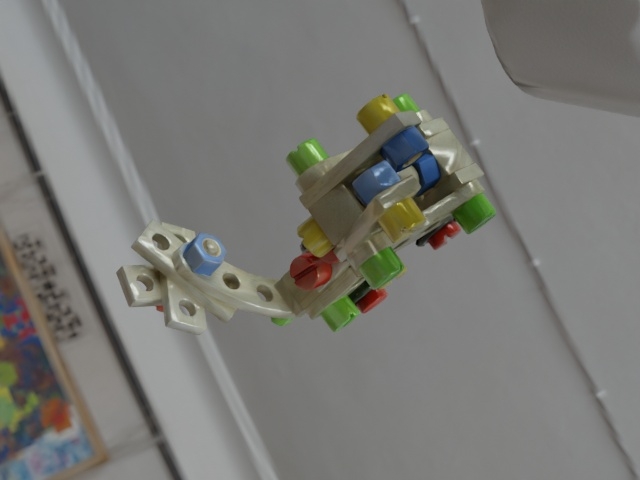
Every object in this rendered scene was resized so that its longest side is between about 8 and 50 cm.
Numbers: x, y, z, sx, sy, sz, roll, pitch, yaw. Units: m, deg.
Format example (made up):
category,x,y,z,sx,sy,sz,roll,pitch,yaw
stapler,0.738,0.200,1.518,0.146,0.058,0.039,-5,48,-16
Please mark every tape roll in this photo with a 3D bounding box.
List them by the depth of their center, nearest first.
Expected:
category,x,y,z,sx,sy,sz,roll,pitch,yaw
tape roll,0.199,-0.212,0.811,0.100,0.286,0.286,14,-61,31

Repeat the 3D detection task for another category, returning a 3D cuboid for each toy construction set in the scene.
category,x,y,z,sx,sy,sz,roll,pitch,yaw
toy construction set,0.000,0.000,1.110,0.328,0.215,0.151,-25,-90,39
